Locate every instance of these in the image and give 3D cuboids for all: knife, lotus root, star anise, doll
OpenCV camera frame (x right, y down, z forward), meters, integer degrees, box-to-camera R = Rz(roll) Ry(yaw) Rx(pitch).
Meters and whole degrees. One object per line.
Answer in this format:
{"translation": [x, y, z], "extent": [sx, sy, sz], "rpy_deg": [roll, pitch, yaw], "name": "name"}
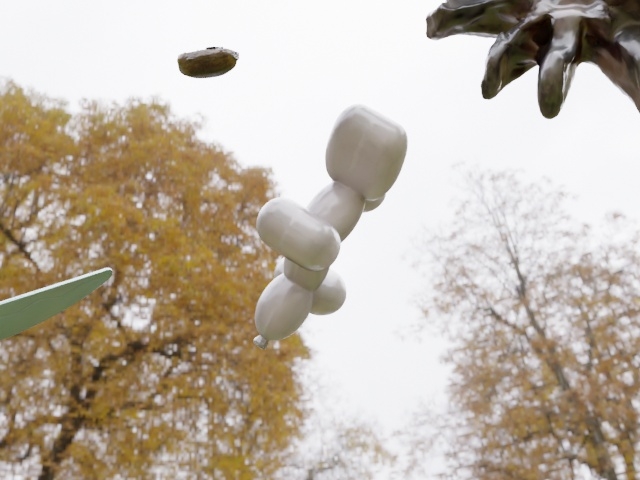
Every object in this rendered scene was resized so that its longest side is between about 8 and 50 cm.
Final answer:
{"translation": [-0.375, 0.092, 1.051], "extent": [0.331, 0.044, 0.080], "rpy_deg": [-14, -41, -46], "name": "knife"}
{"translation": [-0.147, -0.229, 1.230], "extent": [0.083, 0.030, 0.037], "rpy_deg": [-7, -15, 19], "name": "lotus root"}
{"translation": [0.165, -0.179, 0.614], "extent": [0.198, 0.257, 0.111], "rpy_deg": [-28, -31, -4], "name": "star anise"}
{"translation": [0.000, 0.000, 0.677], "extent": [0.059, 0.161, 0.160], "rpy_deg": [31, -24, 15], "name": "doll"}
